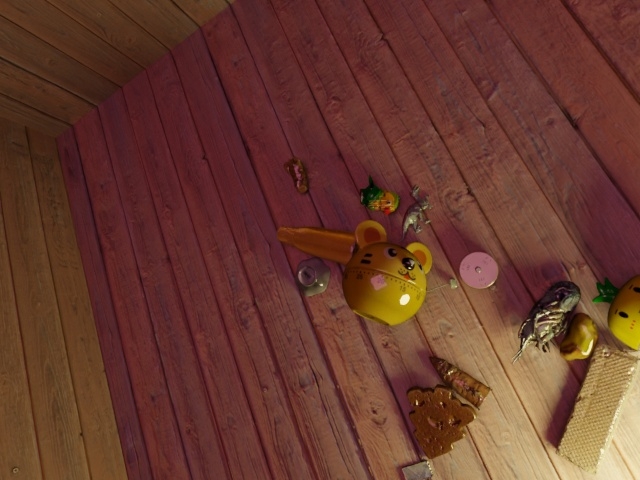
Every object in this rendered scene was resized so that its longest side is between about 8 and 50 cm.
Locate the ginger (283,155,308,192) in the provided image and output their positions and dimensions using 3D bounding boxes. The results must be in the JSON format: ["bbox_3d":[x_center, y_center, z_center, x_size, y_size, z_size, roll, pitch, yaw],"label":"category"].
[{"bbox_3d":[-0.110,-0.337,2.116,0.115,0.081,0.205,-42,67,24],"label":"ginger"}]

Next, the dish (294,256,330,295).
[{"bbox_3d":[-0.052,0.167,2.012,0.191,0.066,0.190,-4,79,22],"label":"dish"}]

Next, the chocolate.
[{"bbox_3d":[0.000,0.000,1.985,0.446,0.162,0.162,13,86,29],"label":"chocolate"}]

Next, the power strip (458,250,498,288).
[{"bbox_3d":[0.636,0.119,1.718,0.154,0.078,0.154,-4,79,24],"label":"power strip"}]

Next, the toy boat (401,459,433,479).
[{"bbox_3d":[0.389,0.926,1.716,0.115,0.016,0.063,-25,72,18],"label":"toy boat"}]

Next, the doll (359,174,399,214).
[{"bbox_3d":[0.263,-0.195,1.919,0.186,0.106,0.134,32,84,25],"label":"doll"}]

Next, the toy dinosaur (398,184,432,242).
[{"bbox_3d":[0.397,-0.106,1.875,0.167,0.053,0.242,44,99,25],"label":"toy dinosaur"}]

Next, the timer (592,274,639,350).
[{"bbox_3d":[1.056,0.220,1.434,0.285,0.285,0.285,-4,79,23],"label":"timer"}]

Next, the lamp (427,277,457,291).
[{"bbox_3d":[0.473,0.206,1.804,0.198,0.056,0.050,-22,74,30],"label":"lamp"}]

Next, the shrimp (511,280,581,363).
[{"bbox_3d":[0.812,0.295,1.557,0.137,0.172,0.372,20,72,49],"label":"shrimp"}]

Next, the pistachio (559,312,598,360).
[{"bbox_3d":[0.931,0.350,1.528,0.100,0.110,0.189,26,110,45],"label":"pistachio"}]

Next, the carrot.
[{"bbox_3d":[0.537,0.542,1.688,0.263,0.102,0.102,36,96,29],"label":"carrot"}]

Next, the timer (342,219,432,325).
[{"bbox_3d":[0.269,0.135,1.735,0.376,0.376,0.386,14,72,25],"label":"timer"}]

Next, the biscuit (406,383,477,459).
[{"bbox_3d":[0.456,0.716,1.696,0.278,0.043,0.301,17,98,29],"label":"biscuit"}]

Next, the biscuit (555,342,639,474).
[{"bbox_3d":[0.956,0.574,1.481,0.144,0.078,0.426,23,91,46],"label":"biscuit"}]

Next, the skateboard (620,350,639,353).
[{"bbox_3d":[1.094,0.426,1.496,0.064,0.032,0.083,-6,75,12],"label":"skateboard"}]
